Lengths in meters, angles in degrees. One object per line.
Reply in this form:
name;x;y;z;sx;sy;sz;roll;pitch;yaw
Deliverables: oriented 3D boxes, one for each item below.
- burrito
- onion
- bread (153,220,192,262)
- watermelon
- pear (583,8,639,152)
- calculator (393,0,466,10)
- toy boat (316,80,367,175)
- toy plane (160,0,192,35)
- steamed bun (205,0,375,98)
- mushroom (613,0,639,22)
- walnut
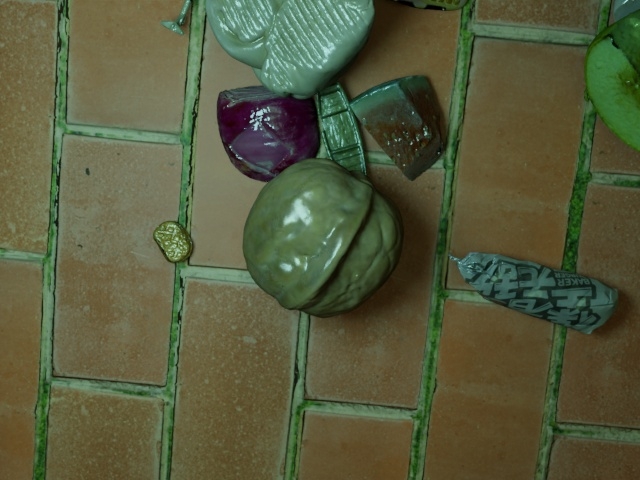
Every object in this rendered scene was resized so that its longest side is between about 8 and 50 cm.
burrito;0.523;0.121;1.628;0.446;0.101;0.138;16;101;-3
onion;-0.128;-0.267;1.587;0.250;0.111;0.247;-8;94;0
bread;-0.374;0.003;1.649;0.083;0.044;0.110;-32;93;2
watermelon;0.210;-0.272;1.591;0.193;0.139;0.256;-24;103;11
pear;0.819;-0.394;1.515;0.318;0.238;0.342;-35;89;-8
calculator;0.260;-0.643;1.582;0.237;0.033;0.157;9;95;-3
toy boat;0.056;-0.243;1.614;0.093;0.055;0.292;-16;95;1
toy plane;-0.291;-0.630;1.550;0.092;0.108;0.286;26;98;-3
steamed bun;-0.036;-0.525;1.486;0.368;0.255;0.342;-27;102;27
mushroom;0.784;-0.624;1.556;0.116;0.093;0.225;23;87;-17
walnut;0.000;0.000;1.492;0.382;0.381;0.380;0;96;0
